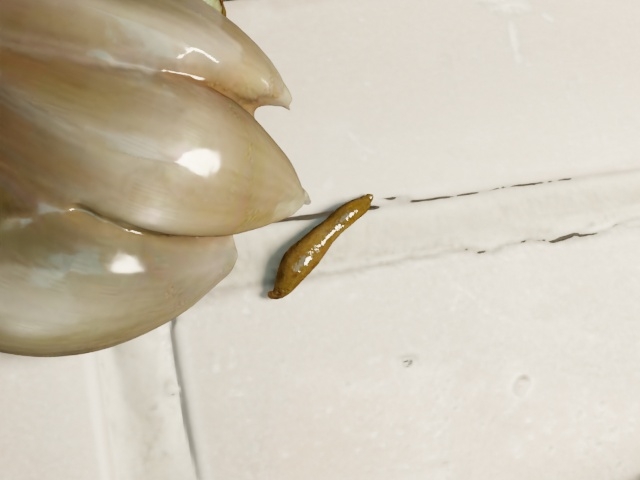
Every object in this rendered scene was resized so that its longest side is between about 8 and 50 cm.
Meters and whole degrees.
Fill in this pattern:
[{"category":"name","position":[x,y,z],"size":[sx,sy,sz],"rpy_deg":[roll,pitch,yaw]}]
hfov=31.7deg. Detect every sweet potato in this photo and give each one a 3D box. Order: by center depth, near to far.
[{"category":"sweet potato","position":[0.000,0.000,0.843],"size":[0.026,0.026,0.115],"rpy_deg":[46,76,-4]}]

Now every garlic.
[{"category":"garlic","position":[-0.173,-0.056,0.754],"size":[0.325,0.132,0.279],"rpy_deg":[29,92,-3]}]

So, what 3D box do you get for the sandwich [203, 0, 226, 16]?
[{"category":"sandwich","position":[-0.118,-0.179,0.832],"size":[0.093,0.036,0.104],"rpy_deg":[-18,89,-16]}]
